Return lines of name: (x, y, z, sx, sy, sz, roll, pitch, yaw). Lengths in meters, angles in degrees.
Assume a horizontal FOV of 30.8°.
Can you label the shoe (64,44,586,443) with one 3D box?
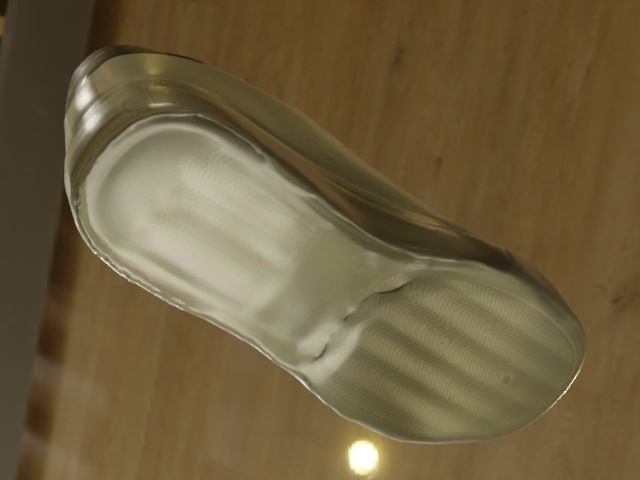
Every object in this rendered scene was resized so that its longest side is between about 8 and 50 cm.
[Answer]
shoe: (0.000, 0.000, 0.691, 0.132, 0.363, 0.160, -52, -146, 13)
